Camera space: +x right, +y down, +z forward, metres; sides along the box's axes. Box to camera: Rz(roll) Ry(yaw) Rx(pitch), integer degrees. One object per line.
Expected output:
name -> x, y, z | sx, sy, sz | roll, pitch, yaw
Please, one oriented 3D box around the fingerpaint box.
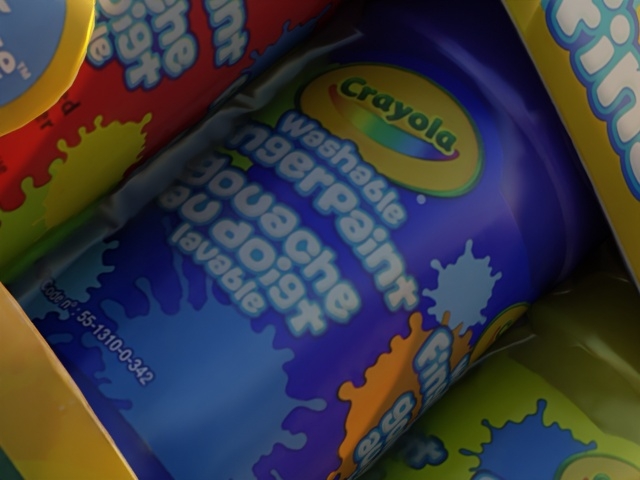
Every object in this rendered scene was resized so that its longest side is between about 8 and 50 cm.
fingerpaint box -> 0.000, 0.000, 0.577 | 0.371, 0.445, 0.163 | -41, 27, -24
